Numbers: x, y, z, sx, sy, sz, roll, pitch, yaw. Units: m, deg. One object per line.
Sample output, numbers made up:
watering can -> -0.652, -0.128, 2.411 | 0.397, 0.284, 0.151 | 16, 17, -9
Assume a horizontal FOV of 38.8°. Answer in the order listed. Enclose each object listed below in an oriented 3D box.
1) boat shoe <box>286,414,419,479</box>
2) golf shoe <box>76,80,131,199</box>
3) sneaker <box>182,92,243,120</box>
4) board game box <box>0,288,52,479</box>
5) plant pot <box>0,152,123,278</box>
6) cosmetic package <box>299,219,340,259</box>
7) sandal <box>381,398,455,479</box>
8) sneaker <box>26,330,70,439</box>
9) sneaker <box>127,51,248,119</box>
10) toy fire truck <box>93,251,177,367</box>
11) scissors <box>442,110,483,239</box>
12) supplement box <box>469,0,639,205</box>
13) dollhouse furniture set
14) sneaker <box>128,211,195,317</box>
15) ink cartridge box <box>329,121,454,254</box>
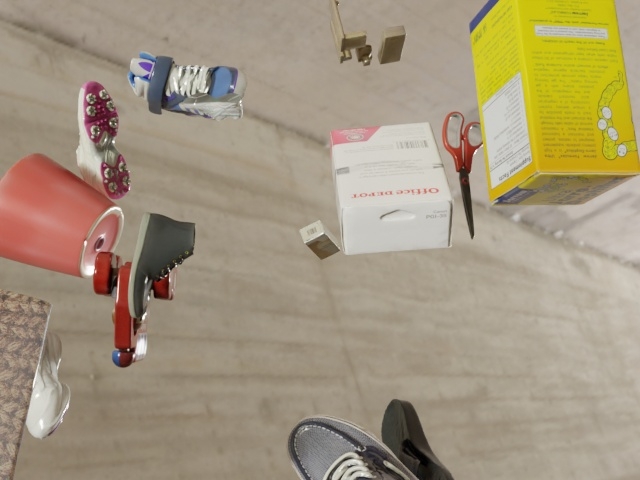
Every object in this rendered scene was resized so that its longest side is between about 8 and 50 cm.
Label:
boat shoe -> 0.055, 0.334, 1.249 | 0.127, 0.340, 0.158 | -56, -36, -7
golf shoe -> -0.586, -0.252, 2.340 | 0.140, 0.306, 0.115 | -3, 8, 38
sneaker -> -0.248, -0.303, 2.088 | 0.152, 0.053, 0.061 | 7, -47, 22
board game box -> -0.448, 0.215, 1.076 | 0.141, 0.232, 0.291 | 20, -39, -24
plant pot -> -0.633, -0.042, 2.210 | 0.243, 0.275, 0.275 | 24, -20, 9
cosmetic package -> 0.000, 0.000, 2.231 | 0.060, 0.041, 0.115 | -27, -31, 11
sandal -> 0.184, 0.507, 1.962 | 0.107, 0.446, 0.167 | 10, -70, -17
sneaker -> -0.597, 0.281, 1.841 | 0.152, 0.305, 0.114 | 31, -74, -37
sneaker -> -0.352, -0.393, 2.265 | 0.236, 0.130, 0.323 | 18, -9, -33
toy fire truck -> -0.424, 0.159, 2.072 | 0.169, 0.253, 0.302 | 3, -5, -5
scissors -> 0.314, -0.150, 2.051 | 0.109, 0.297, 0.021 | 14, -18, -13
supplement box -> 0.400, -0.256, 1.587 | 0.195, 0.356, 0.194 | -1, -13, -14
dollhouse furniture set -> 0.104, -0.488, 2.089 | 0.151, 0.123, 0.144 | -11, -20, -7
sneaker -> -0.327, 0.058, 1.883 | 0.118, 0.222, 0.083 | 10, -3, -5
ink cartridge box -> 0.129, -0.103, 1.743 | 0.207, 0.283, 0.117 | -4, -53, -1
